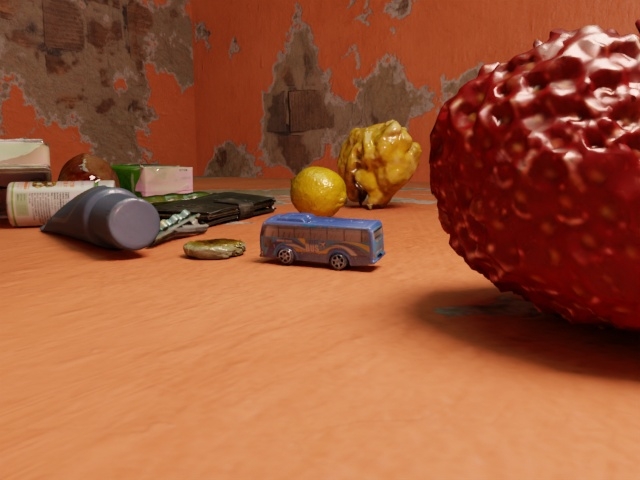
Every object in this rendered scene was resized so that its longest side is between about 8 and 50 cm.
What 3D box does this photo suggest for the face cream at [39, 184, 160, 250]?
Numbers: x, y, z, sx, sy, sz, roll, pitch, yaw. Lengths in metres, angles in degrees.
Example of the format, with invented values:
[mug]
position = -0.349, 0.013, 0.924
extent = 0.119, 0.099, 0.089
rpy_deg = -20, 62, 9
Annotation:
[face cream]
position = -0.342, -0.041, 0.862
extent = 0.135, 0.086, 0.385
rpy_deg = -42, 27, -23

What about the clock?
[clock]
position = -0.607, -0.114, 1.098
extent = 0.147, 0.071, 0.192
rpy_deg = -4, -26, -27

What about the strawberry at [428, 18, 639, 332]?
[strawberry]
position = 0.223, -0.023, 0.419
extent = 0.261, 0.258, 0.261
rpy_deg = -6, -18, -2

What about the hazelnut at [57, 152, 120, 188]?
[hazelnut]
position = -0.515, -0.116, 1.228
extent = 0.143, 0.143, 0.154
rpy_deg = -2, 26, -10

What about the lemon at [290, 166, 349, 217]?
[lemon]
position = -0.004, -0.097, 1.151
extent = 0.133, 0.109, 0.109
rpy_deg = 21, 16, 21

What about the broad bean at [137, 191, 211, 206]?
[broad bean]
position = -0.380, -0.102, 1.427
extent = 0.226, 0.039, 0.069
rpy_deg = -9, 6, -42

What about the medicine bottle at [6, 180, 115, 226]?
[medicine bottle]
position = -0.484, -0.070, 1.060
extent = 0.183, 0.086, 0.086
rpy_deg = -3, 9, -18

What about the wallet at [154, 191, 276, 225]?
[wallet]
position = -0.228, -0.069, 1.182
extent = 0.169, 0.044, 0.317
rpy_deg = 4, 10, 19

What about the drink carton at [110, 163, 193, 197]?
[drink carton]
position = -0.518, -0.175, 1.673
extent = 0.161, 0.108, 0.271
rpy_deg = -9, 12, -44

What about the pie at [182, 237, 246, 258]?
[pie]
position = -0.141, 0.010, 0.745
extent = 0.084, 0.020, 0.084
rpy_deg = 0, 8, 0

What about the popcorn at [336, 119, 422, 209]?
[popcorn]
position = 0.136, -0.197, 1.388
extent = 0.190, 0.253, 0.191
rpy_deg = 37, 32, 2

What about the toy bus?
[toy bus]
position = 0.000, 0.000, 0.673
extent = 0.153, 0.061, 0.051
rpy_deg = 5, 16, 24

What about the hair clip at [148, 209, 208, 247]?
[hair clip]
position = -0.232, -0.017, 0.877
extent = 0.049, 0.049, 0.173
rpy_deg = 2, 10, 14
